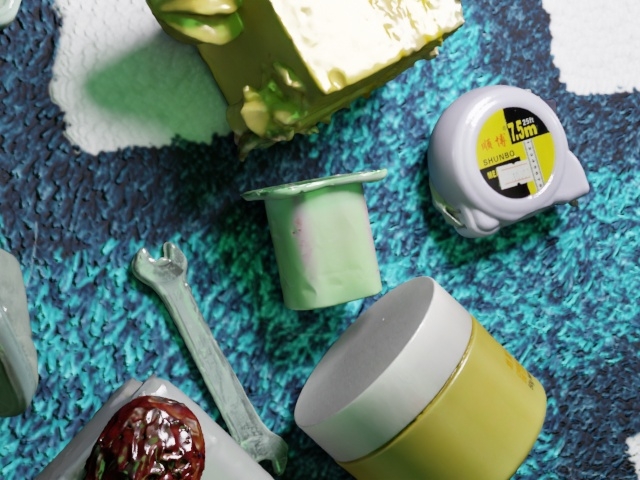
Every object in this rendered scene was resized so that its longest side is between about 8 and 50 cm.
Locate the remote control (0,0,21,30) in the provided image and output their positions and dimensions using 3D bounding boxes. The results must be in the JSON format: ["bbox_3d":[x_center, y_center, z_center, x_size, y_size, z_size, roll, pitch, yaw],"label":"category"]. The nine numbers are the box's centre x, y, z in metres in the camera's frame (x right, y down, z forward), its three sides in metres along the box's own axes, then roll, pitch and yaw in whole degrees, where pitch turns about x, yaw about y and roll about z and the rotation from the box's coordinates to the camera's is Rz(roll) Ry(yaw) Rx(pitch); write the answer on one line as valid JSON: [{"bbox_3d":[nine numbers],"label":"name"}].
[{"bbox_3d":[-0.352,-0.394,1.150,0.128,0.065,0.335,18,76,-15],"label":"remote control"}]

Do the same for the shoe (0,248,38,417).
[{"bbox_3d":[-0.354,0.058,1.075,0.251,0.103,0.100,69,23,-14],"label":"shoe"}]

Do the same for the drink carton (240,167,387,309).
[{"bbox_3d":[0.000,0.000,1.194,0.146,0.144,0.142,-14,97,-21],"label":"drink carton"}]

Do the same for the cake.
[{"bbox_3d":[-0.033,-0.240,1.166,0.286,0.222,0.227,-32,92,-22],"label":"cake"}]

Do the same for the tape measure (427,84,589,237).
[{"bbox_3d":[0.222,-0.104,1.309,0.196,0.105,0.178,-15,95,-21],"label":"tape measure"}]

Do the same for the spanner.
[{"bbox_3d":[-0.121,0.137,1.183,0.071,0.017,0.302,-27,92,-23],"label":"spanner"}]

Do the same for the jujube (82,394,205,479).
[{"bbox_3d":[-0.155,0.215,0.899,0.104,0.104,0.165,20,78,-17],"label":"jujube"}]

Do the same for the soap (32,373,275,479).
[{"bbox_3d":[-0.140,0.395,1.037,0.350,0.213,0.435,-44,97,-19],"label":"soap"}]

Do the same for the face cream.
[{"bbox_3d":[0.109,0.178,1.156,0.179,0.218,0.218,43,70,-11],"label":"face cream"}]
